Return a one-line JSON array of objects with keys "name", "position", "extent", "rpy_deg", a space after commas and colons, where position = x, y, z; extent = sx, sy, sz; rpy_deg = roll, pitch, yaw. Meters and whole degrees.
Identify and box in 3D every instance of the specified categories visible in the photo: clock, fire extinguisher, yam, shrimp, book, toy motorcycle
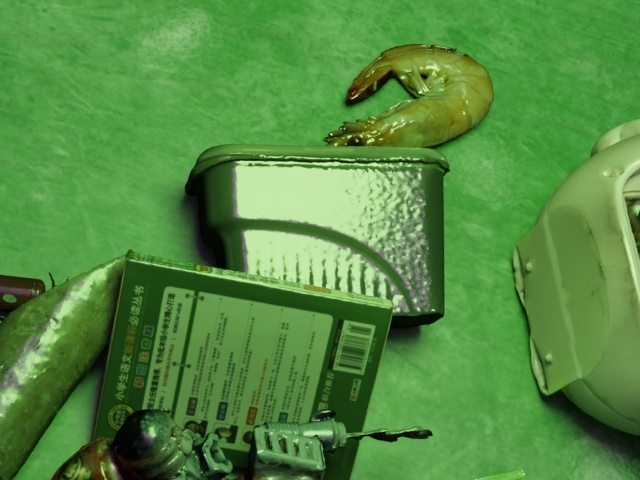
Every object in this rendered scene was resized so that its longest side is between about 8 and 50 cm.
[{"name": "clock", "position": [0.425, 0.038, 1.362], "extent": [0.376, 0.250, 0.368], "rpy_deg": [-5, 71, -14]}, {"name": "fire extinguisher", "position": [-0.323, 0.054, 1.307], "extent": [0.132, 0.039, 0.056], "rpy_deg": [7, 101, -10]}, {"name": "yam", "position": [-0.271, 0.113, 1.262], "extent": [0.106, 0.106, 0.259], "rpy_deg": [32, 67, 1]}, {"name": "shrimp", "position": [0.091, -0.159, 1.470], "extent": [0.236, 0.053, 0.133], "rpy_deg": [-25, 79, -23]}, {"name": "book", "position": [-0.078, 0.130, 1.276], "extent": [0.264, 0.027, 0.202], "rpy_deg": [10, 108, -9]}, {"name": "toy motorcycle", "position": [-0.077, 0.231, 1.217], "extent": [0.400, 0.207, 0.134], "rpy_deg": [2, 38, -14]}]

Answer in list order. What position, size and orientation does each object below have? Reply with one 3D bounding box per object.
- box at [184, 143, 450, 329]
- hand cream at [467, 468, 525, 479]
[{"name": "box", "position": [0.000, 0.000, 1.350], "extent": [0.274, 0.138, 0.178], "rpy_deg": [-1, 77, -10]}, {"name": "hand cream", "position": [0.187, 0.324, 1.314], "extent": [0.095, 0.046, 0.175], "rpy_deg": [-9, 70, -13]}]
